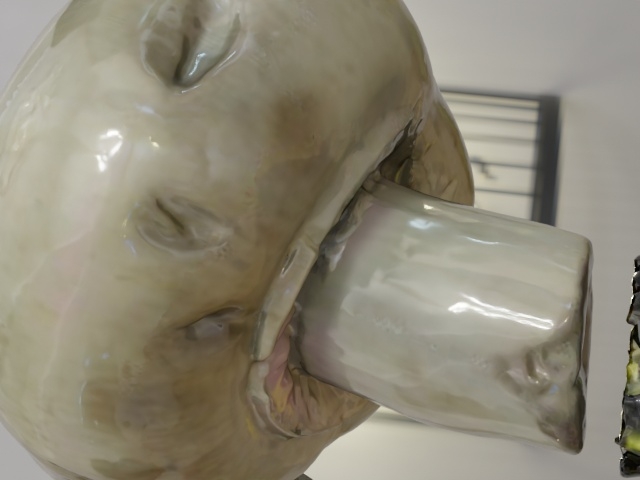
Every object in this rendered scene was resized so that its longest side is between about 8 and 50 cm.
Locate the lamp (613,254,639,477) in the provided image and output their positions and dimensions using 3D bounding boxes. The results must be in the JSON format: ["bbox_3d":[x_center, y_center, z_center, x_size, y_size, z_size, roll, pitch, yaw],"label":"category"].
[{"bbox_3d":[0.257,0.069,0.664,0.305,0.239,0.305,3,-90,-76],"label":"lamp"}]

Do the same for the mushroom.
[{"bbox_3d":[-0.022,-0.012,0.837,0.325,0.353,0.353,-85,-2,-59],"label":"mushroom"}]

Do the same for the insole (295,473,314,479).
[{"bbox_3d":[-0.091,0.158,1.038,0.322,0.007,0.109,37,-135,-35],"label":"insole"}]
